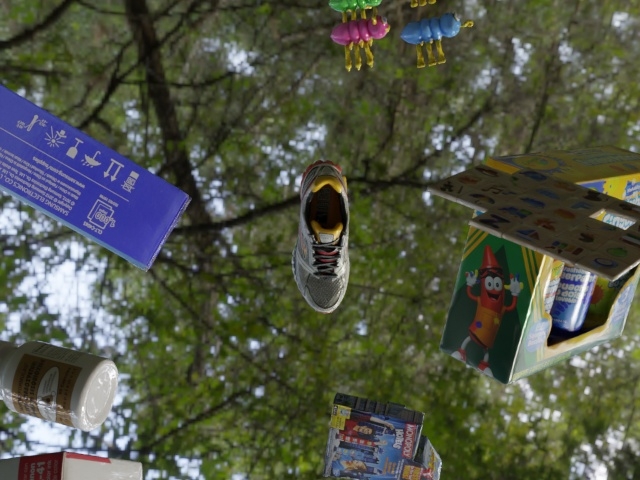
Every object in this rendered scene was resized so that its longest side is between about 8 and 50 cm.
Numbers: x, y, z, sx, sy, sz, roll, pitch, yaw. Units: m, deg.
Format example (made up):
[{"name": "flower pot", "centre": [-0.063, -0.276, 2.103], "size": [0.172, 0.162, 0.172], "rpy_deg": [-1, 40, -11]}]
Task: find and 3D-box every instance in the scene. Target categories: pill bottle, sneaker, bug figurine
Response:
[{"name": "pill bottle", "centre": [-0.488, 0.248, 1.617], "size": [0.229, 0.131, 0.131], "rpy_deg": [11, -157, 14]}, {"name": "sneaker", "centre": [0.000, 0.000, 1.342], "size": [0.088, 0.226, 0.093], "rpy_deg": [-3, -166, -2]}, {"name": "bug figurine", "centre": [0.119, -0.365, 1.434], "size": [0.216, 0.072, 0.279], "rpy_deg": [-13, -140, 11]}]

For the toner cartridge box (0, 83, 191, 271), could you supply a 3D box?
[{"name": "toner cartridge box", "centre": [-0.285, -0.092, 0.773], "size": [0.347, 0.075, 0.165], "rpy_deg": [31, 172, -13]}]

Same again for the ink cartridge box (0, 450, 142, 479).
[{"name": "ink cartridge box", "centre": [-0.441, 0.387, 1.321], "size": [0.306, 0.131, 0.226], "rpy_deg": [-8, 162, 16]}]

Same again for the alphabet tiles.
[{"name": "alphabet tiles", "centre": [0.242, -0.031, 0.976], "size": [0.237, 0.009, 0.198], "rpy_deg": [24, -149, 33]}]

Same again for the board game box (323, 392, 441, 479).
[{"name": "board game box", "centre": [0.110, 0.332, 1.510], "size": [0.194, 0.194, 0.060], "rpy_deg": [12, -139, 6]}]

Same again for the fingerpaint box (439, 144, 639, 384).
[{"name": "fingerpaint box", "centre": [0.449, 0.028, 1.695], "size": [0.163, 0.371, 0.444], "rpy_deg": [27, -156, 38]}]
